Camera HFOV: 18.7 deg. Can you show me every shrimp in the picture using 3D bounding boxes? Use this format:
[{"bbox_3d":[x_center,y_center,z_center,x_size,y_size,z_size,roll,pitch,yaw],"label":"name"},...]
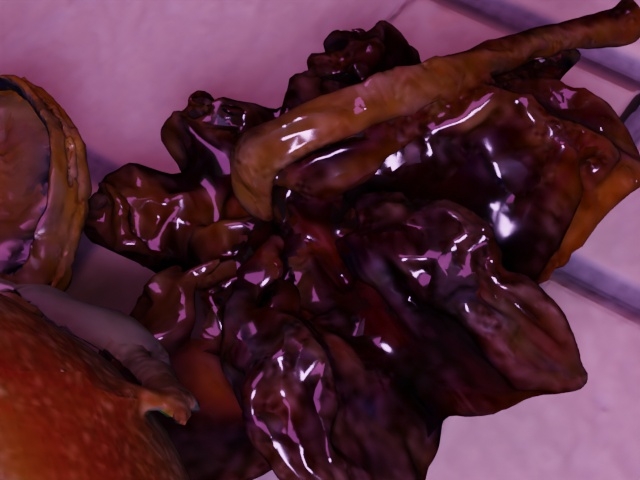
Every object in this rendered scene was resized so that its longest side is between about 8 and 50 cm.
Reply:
[{"bbox_3d":[-0.193,0.000,0.733,0.262,0.066,0.117,1,59,28],"label":"shrimp"}]

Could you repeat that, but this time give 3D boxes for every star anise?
[{"bbox_3d":[0.000,0.000,0.671,0.190,0.126,0.220,-12,47,35],"label":"star anise"}]

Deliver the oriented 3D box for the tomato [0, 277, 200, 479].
[{"bbox_3d":[-0.158,0.113,0.532,0.239,0.303,0.303,1,51,-28],"label":"tomato"}]
